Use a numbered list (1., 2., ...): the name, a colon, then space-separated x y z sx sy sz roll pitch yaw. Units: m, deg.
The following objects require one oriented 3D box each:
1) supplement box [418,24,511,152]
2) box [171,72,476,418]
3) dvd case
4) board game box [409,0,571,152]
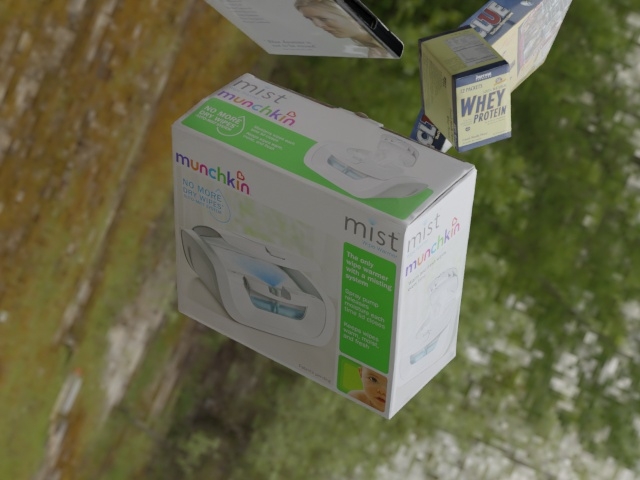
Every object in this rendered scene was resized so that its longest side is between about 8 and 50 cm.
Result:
1. supplement box: 0.135 -0.143 1.422 0.083 0.056 0.083 -124 -159 -49
2. box: 0.000 0.000 1.426 0.127 0.262 0.231 -40 145 -40
3. dvd case: -0.045 -0.255 1.597 0.253 0.180 0.022 34 68 -53
4. board game box: 0.200 -0.213 1.672 0.243 0.042 0.165 -42 161 -39
